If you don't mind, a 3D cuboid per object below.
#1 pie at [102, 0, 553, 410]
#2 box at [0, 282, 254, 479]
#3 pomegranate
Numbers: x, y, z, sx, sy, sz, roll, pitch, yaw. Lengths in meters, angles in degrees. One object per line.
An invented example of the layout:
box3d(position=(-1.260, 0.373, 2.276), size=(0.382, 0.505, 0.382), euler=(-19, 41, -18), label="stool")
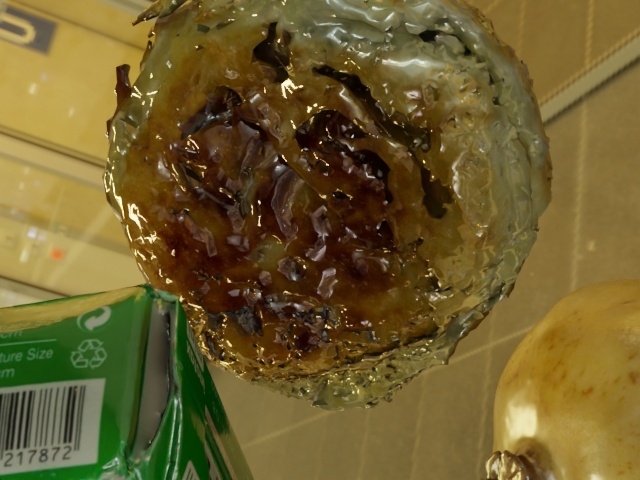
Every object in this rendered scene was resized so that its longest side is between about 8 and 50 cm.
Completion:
box3d(position=(0.004, -0.031, 0.613), size=(0.308, 0.308, 0.085), euler=(-60, -2, 31), label="pie")
box3d(position=(-0.164, 0.121, 0.466), size=(0.103, 0.250, 0.180), euler=(-89, -11, -46), label="box")
box3d(position=(0.283, 0.176, 0.859), size=(0.307, 0.307, 0.307), euler=(-55, 24, 40), label="pomegranate")
